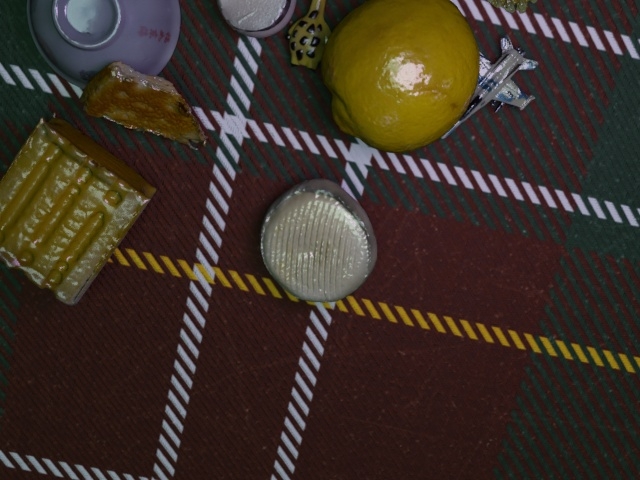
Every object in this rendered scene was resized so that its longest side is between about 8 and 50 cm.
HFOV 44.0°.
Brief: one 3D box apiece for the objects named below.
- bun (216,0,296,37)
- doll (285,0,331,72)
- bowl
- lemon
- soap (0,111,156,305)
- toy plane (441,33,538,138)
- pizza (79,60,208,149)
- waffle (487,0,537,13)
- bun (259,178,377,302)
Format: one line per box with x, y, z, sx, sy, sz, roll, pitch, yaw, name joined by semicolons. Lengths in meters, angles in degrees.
-0.134;-0.522;1.702;0.172;0.120;0.173;1;98;6;bun
-0.007;-0.516;1.725;0.117;0.086;0.291;16;104;12;doll
-0.477;-0.482;1.685;0.345;0.157;0.346;0;104;-2;bowl
0.168;-0.354;1.651;0.347;0.348;0.348;0;104;-1;lemon
-0.579;-0.068;1.789;0.293;0.156;0.335;34;101;-12;soap
0.363;-0.333;1.789;0.192;0.088;0.262;42;110;-5;toy plane
-0.365;-0.291;1.739;0.296;0.071;0.189;23;142;-23;pizza
0.416;-0.597;1.741;0.183;0.036;0.169;25;104;-7;waffle
0.000;0.000;1.828;0.287;0.146;0.288;4;106;13;bun
